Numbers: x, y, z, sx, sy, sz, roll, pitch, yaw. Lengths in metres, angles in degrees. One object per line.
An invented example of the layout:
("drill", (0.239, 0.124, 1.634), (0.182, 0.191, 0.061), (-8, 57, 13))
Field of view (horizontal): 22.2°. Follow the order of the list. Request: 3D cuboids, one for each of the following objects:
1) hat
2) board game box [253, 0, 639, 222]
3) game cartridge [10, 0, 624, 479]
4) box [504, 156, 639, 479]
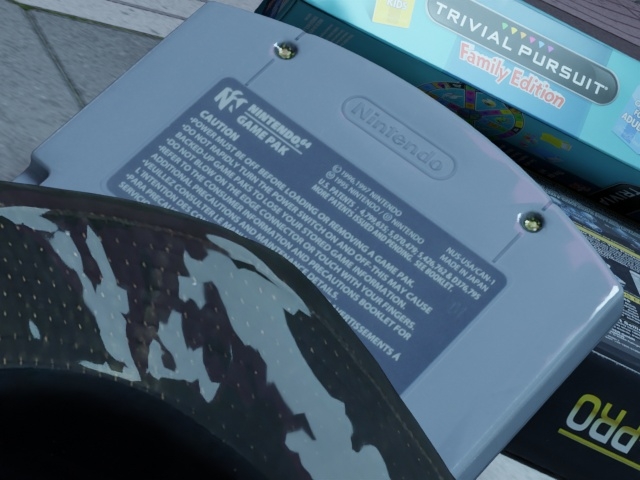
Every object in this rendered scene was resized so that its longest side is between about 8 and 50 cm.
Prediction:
("hat", (-0.071, 0.138, 0.481), (0.331, 0.134, 0.331), (25, 37, -20))
("board game box", (0.113, -0.108, 1.247), (0.336, 0.079, 0.254), (25, -14, -11))
("game cartridge", (0.000, 0.000, 0.864), (0.297, 0.062, 0.198), (37, 63, 22))
("box", (0.160, 0.045, 1.087), (0.395, 0.097, 0.318), (25, 22, -10))
